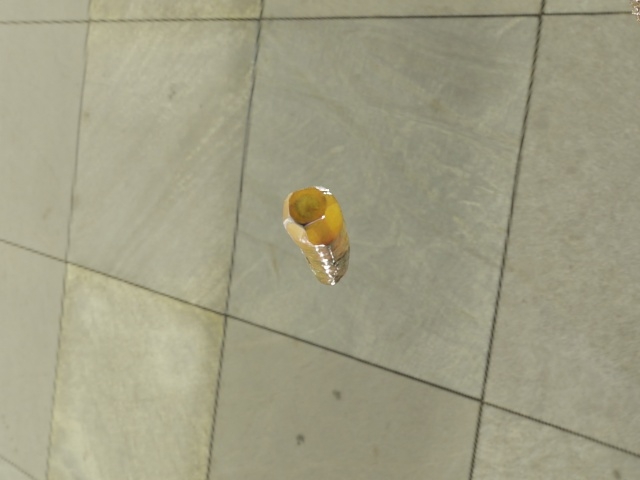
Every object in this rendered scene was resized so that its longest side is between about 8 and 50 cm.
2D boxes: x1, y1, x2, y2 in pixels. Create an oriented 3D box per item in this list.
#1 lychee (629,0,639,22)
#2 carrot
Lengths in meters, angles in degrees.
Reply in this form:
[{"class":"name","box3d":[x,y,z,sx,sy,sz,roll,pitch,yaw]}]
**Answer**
[{"class":"lychee","box3d":[0.440,-0.305,0.922,0.188,0.188,0.188,0,90,41]},{"class":"carrot","box3d":[0.000,0.000,0.998,0.070,0.260,0.070,-1,74,5]}]
